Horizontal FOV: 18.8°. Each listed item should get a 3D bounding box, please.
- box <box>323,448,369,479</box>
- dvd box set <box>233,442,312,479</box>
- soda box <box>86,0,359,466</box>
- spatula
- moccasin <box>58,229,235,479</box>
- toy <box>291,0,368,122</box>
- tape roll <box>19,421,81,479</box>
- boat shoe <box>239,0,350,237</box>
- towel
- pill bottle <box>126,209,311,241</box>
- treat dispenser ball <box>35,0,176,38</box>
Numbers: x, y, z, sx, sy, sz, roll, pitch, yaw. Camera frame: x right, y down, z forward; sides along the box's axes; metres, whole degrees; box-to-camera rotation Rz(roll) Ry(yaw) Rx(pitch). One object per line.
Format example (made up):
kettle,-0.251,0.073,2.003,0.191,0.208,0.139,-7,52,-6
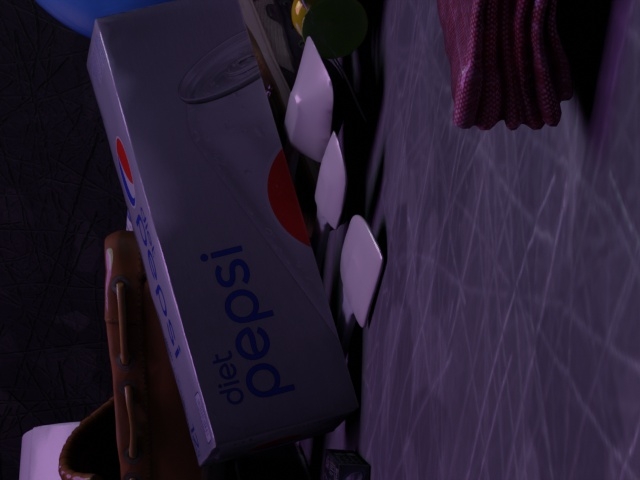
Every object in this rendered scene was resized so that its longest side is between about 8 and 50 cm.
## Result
box,0.013,0.161,1.148,0.083,0.018,0.067,171,102,-85
dvd box set,-0.049,0.382,1.457,0.307,0.062,0.421,-140,54,-83
soda box,-0.065,-0.008,1.232,0.091,0.098,0.286,123,132,-72
spatula,0.000,0.000,1.229,0.242,0.019,0.168,102,150,-60
moccasin,-0.135,0.164,1.418,0.139,0.147,0.380,-92,11,-55
toy,-0.007,-0.188,1.281,0.137,0.056,0.237,61,-175,-31
tape roll,-0.168,0.274,1.838,0.246,0.246,0.169,111,163,-73
boat shoe,-0.016,-0.099,1.351,0.080,0.073,0.224,105,148,-47
towel,0.078,-0.228,0.627,0.237,0.037,0.329,-91,8,-59
pill bottle,-0.076,-0.003,1.514,0.152,0.152,0.272,-102,15,-71
treat dispenser ball,-0.139,-0.304,1.643,0.288,0.288,0.288,-177,90,-85
